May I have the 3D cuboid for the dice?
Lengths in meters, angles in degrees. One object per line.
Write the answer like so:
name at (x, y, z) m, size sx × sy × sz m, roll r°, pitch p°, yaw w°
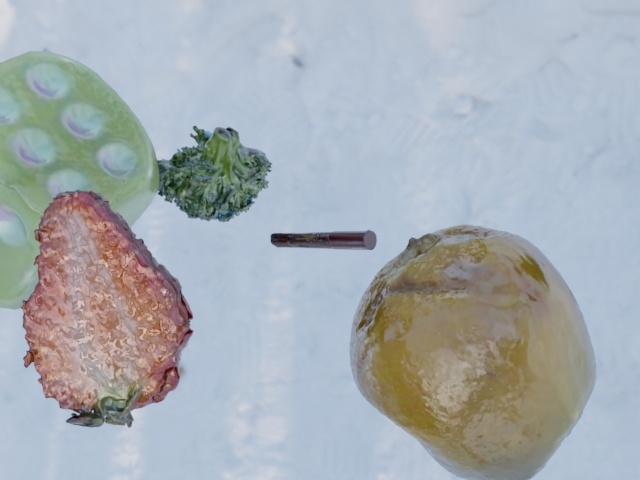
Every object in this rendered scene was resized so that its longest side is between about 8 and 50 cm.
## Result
dice at (-0.389, -0.076, 1.479) m, size 0.252 × 0.254 × 0.250 m, roll 46°, pitch 136°, yaw 1°

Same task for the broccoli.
broccoli at (-0.151, -0.106, 1.600) m, size 0.154 × 0.167 × 0.160 m, roll -78°, pitch 11°, yaw -47°

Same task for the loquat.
loquat at (0.175, 0.123, 1.231) m, size 0.276 × 0.276 × 0.284 m, roll -44°, pitch 97°, yaw 12°

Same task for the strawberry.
strawberry at (-0.218, 0.071, 1.159) m, size 0.107 × 0.175 × 0.235 m, roll -165°, pitch 86°, yaw -81°

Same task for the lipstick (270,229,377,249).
lipstick at (0.000, 0.001, 1.462) m, size 0.177 × 0.027 × 0.027 m, roll -1°, pitch 71°, yaw 43°
